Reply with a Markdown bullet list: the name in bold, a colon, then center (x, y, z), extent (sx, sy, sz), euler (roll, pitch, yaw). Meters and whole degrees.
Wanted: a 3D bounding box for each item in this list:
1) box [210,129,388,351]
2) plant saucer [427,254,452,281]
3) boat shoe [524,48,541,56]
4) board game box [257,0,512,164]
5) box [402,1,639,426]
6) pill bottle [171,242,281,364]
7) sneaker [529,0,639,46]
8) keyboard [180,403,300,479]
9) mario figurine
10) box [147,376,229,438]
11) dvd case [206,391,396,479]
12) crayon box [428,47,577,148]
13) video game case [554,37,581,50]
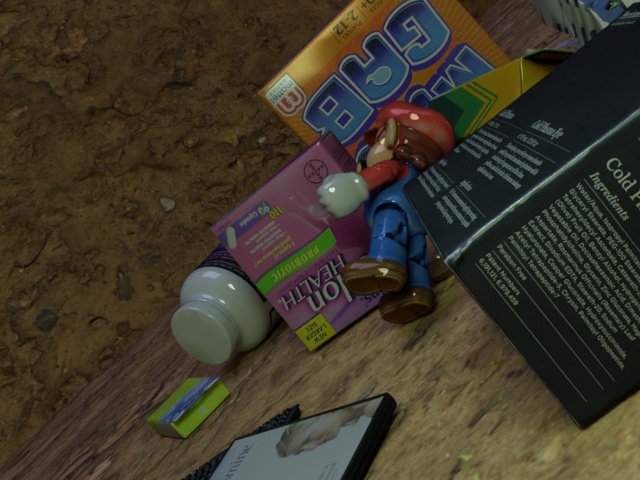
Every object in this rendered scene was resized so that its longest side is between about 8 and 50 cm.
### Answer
- **box**: center (0.000, 0.000, 1.379), extent (0.213, 0.243, 0.117), euler (-37, 7, 17)
- **plant saucer**: center (0.175, 0.032, 1.261), extent (0.083, 0.015, 0.083), euler (-38, 10, 8)
- **boat shoe**: center (0.362, -0.246, 1.287), extent (0.153, 0.048, 0.056), euler (-1, -3, 4)
- **board game box**: center (0.131, -0.273, 1.727), extent (0.356, 0.356, 0.356), euler (-44, 9, 5)
- **box**: center (0.261, -0.051, 0.820), extent (0.312, 0.179, 0.343), euler (-39, 10, 8)
- **pill bottle**: center (-0.140, 0.084, 1.725), extent (0.181, 0.181, 0.323), euler (-31, 12, 42)
- **sneaker**: center (0.437, -0.395, 1.401), extent (0.182, 0.127, 0.315), euler (-27, 43, 0)
- **keyboard**: center (-0.163, 0.326, 1.160), extent (0.317, 0.033, 0.201), euler (-37, 10, 19)
- **mario figurine**: center (0.088, -0.048, 1.248), extent (0.198, 0.170, 0.320), euler (88, -169, -56)
- **box**: center (-0.223, 0.281, 1.557), extent (0.109, 0.042, 0.178), euler (-45, 11, -24)
- **dvd case**: center (-0.046, 0.254, 0.978), extent (0.253, 0.022, 0.180), euler (-26, 19, 39)
- **crayon box**: center (0.301, -0.181, 1.242), extent (0.202, 0.081, 0.318), euler (0, -3, -17)
- **video game case**: center (0.459, -0.340, 1.855), extent (0.227, 0.026, 0.206), euler (-42, 9, -9)
